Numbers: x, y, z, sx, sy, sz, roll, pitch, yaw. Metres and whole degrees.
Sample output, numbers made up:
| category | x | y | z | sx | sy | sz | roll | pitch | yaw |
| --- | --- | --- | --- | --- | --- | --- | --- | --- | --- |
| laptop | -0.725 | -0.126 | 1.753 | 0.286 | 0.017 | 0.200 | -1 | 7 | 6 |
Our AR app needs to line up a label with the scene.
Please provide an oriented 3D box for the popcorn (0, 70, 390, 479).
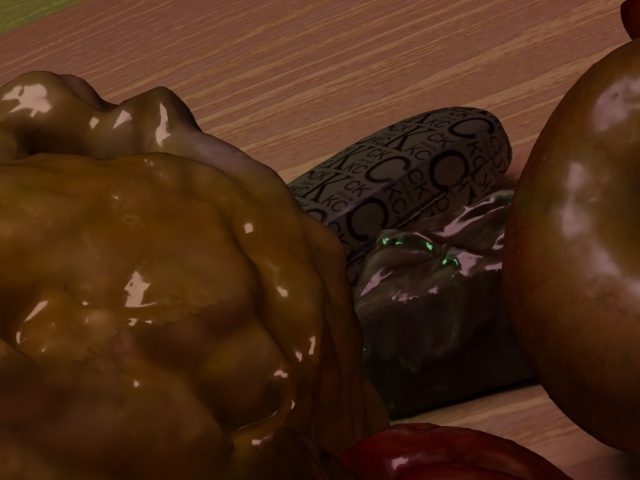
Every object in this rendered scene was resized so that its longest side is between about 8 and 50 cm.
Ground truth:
| category | x | y | z | sx | sy | sz | roll | pitch | yaw |
| --- | --- | --- | --- | --- | --- | --- | --- | --- | --- |
| popcorn | -0.145 | 0.097 | 0.966 | 0.390 | 0.344 | 0.354 | -26 | -23 | -48 |

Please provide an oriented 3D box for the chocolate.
| category | x | y | z | sx | sy | sz | roll | pitch | yaw |
| --- | --- | --- | --- | --- | --- | --- | --- | --- | --- |
| chocolate | 0.111 | 0.027 | 1.172 | 0.214 | 0.093 | 0.148 | -18 | 20 | 23 |

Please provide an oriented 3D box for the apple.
| category | x | y | z | sx | sy | sz | roll | pitch | yaw |
| --- | --- | --- | --- | --- | --- | --- | --- | --- | --- |
| apple | 0.206 | 0.004 | 0.963 | 0.210 | 0.173 | 0.235 | 39 | 91 | 26 |

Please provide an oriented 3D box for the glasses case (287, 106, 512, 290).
| category | x | y | z | sx | sy | sz | roll | pitch | yaw |
| --- | --- | --- | --- | --- | --- | --- | --- | --- | --- |
| glasses case | 0.000 | 0.000 | 1.387 | 0.355 | 0.085 | 0.137 | -35 | 21 | -22 |

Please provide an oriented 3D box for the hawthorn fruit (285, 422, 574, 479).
| category | x | y | z | sx | sy | sz | roll | pitch | yaw |
| --- | --- | --- | --- | --- | --- | --- | --- | --- | --- |
| hawthorn fruit | 0.047 | 0.155 | 0.772 | 0.179 | 0.200 | 0.179 | -27 | 14 | 7 |

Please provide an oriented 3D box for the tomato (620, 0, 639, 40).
| category | x | y | z | sx | sy | sz | roll | pitch | yaw |
| --- | --- | --- | --- | --- | --- | --- | --- | --- | --- |
| tomato | 0.348 | -0.178 | 1.304 | 0.233 | 0.139 | 0.200 | -28 | 0 | 23 |
